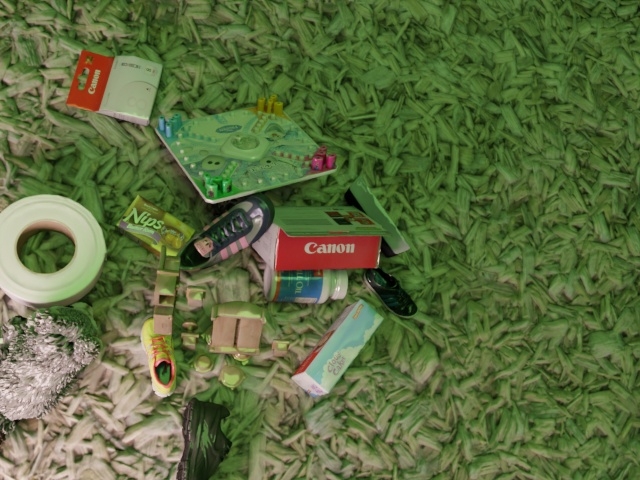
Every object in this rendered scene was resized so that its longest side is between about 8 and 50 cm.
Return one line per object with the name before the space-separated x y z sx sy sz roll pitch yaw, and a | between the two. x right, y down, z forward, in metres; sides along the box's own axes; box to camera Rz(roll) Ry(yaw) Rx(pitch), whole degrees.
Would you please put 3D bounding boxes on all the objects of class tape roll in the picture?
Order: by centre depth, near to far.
tape roll | -0.697 0.029 1.759 0.286 0.100 0.286 5 72 -16

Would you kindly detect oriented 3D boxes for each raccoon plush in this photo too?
raccoon plush | -0.642 0.342 1.557 0.216 0.299 0.446 22 70 -27

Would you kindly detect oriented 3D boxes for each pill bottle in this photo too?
pill bottle | -0.041 0.114 1.933 0.221 0.124 0.124 3 74 -17

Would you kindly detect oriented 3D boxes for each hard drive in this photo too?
hard drive | 0.161 -0.061 2.029 0.054 0.172 0.255 -35 88 -8

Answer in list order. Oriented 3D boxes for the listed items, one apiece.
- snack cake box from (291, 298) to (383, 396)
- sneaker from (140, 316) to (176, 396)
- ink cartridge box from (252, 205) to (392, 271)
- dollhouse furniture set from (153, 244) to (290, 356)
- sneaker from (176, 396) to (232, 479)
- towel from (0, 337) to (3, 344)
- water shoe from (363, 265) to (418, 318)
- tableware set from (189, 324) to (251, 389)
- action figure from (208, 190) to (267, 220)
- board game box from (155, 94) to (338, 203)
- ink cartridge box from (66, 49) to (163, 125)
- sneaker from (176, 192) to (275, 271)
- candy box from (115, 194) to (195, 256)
snack cake box | 0.046 0.298 1.891 0.089 0.152 0.264 41 67 -3
sneaker | -0.410 0.296 1.776 0.081 0.094 0.209 -13 77 -19
ink cartridge box | 0.000 0.000 1.876 0.309 0.272 0.130 -1 109 -22
dollhouse furniture set | -0.236 0.147 1.759 0.355 0.303 0.174 6 55 -9
sneaker | -0.291 0.548 1.739 0.130 0.109 0.286 12 73 -21
towel | -0.812 0.309 1.680 0.197 0.029 0.144 12 74 -14
water shoe | 0.212 0.155 2.026 0.203 0.080 0.073 39 67 -4
tableware set | -0.262 0.313 1.858 0.168 0.020 0.141 31 62 -4
action figure | -0.244 -0.148 1.937 0.164 0.141 0.276 -5 74 -28
board game box | -0.208 -0.271 1.903 0.390 0.050 0.390 -17 45 -26
ink cartridge box | -0.584 -0.445 1.960 0.232 0.066 0.189 15 70 -18
sneaker | -0.253 -0.007 1.789 0.112 0.319 0.131 54 30 3
candy box | -0.451 -0.029 1.881 0.186 0.053 0.109 34 67 -7
